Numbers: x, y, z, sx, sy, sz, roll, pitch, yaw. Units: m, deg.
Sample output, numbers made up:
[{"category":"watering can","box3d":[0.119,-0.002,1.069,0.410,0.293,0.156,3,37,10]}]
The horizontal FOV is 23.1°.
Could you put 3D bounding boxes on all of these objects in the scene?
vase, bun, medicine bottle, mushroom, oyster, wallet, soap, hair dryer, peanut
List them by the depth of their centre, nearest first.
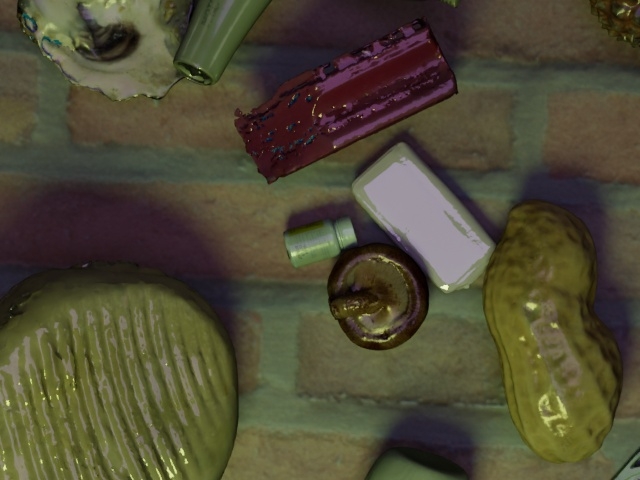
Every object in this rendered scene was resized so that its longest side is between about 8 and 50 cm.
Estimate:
[{"category":"bun","box3d":[-0.261,0.198,1.767,0.326,0.234,0.362,46,74,-3]},{"category":"vase","box3d":[0.085,0.366,1.798,0.128,0.128,0.248,19,95,3]},{"category":"peanut","box3d":[0.267,0.103,1.800,0.147,0.147,0.305,-14,85,1]},{"category":"hair dryer","box3d":[-0.037,-0.278,1.805,0.296,0.119,0.298,-45,70,-6]},{"category":"soap","box3d":[0.026,-0.159,1.808,0.250,0.162,0.099,-25,93,2]},{"category":"mushroom","box3d":[0.069,0.065,1.827,0.127,0.087,0.127,0,90,5]},{"category":"medicine bottle","box3d":[0.000,0.000,1.853,0.083,0.047,0.047,-17,87,1]},{"category":"wallet","box3d":[0.125,-0.024,1.858,0.095,0.033,0.190,-40,86,1]},{"category":"oyster","box3d":[-0.252,-0.269,1.859,0.214,0.083,0.222,-11,91,4]}]

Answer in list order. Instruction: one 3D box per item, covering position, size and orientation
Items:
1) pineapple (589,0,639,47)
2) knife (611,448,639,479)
[{"category":"pineapple","box3d":[0.386,-0.297,1.809,0.166,0.166,0.193,-9,103,1]},{"category":"knife","box3d":[0.308,0.351,1.840,0.043,0.020,0.293,40,88,5]}]
